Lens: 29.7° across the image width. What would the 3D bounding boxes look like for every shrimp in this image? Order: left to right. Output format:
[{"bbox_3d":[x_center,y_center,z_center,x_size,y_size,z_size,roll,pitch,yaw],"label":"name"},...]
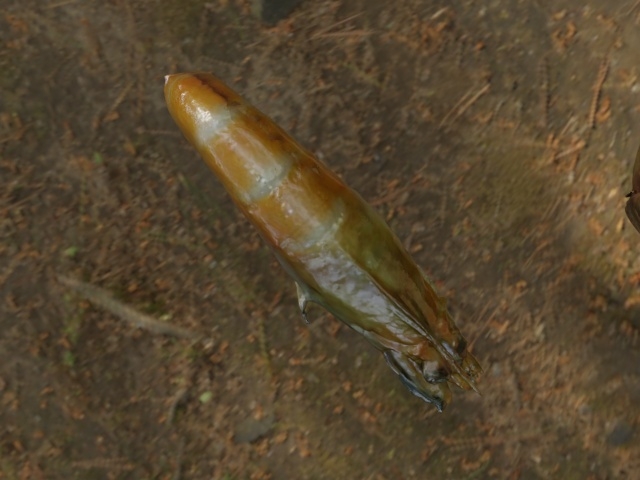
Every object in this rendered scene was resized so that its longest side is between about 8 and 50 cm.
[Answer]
[{"bbox_3d":[0.000,0.000,0.676,0.068,0.150,0.248,-40,99,1],"label":"shrimp"}]

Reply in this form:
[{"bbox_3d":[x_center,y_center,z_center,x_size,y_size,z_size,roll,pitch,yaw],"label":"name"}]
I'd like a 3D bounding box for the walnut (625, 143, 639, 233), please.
[{"bbox_3d":[0.279,-0.032,0.828,0.137,0.245,0.137,-10,70,29],"label":"walnut"}]
